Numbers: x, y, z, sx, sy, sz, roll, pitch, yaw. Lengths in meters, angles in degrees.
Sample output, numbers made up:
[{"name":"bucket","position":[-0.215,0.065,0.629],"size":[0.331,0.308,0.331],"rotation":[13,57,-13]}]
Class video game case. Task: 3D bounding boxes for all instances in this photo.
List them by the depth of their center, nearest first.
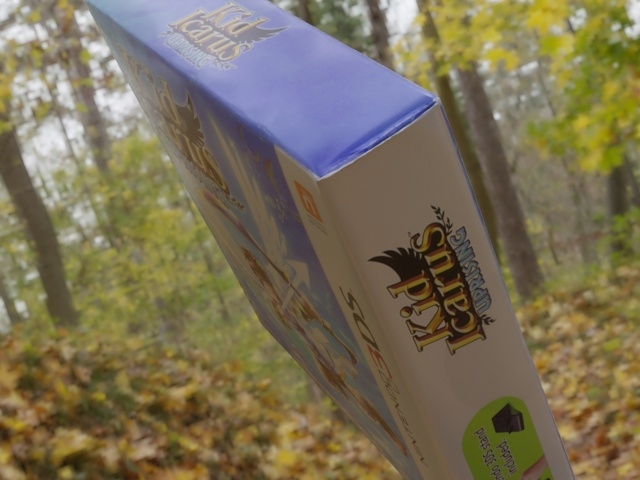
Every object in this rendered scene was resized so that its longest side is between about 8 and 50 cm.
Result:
[{"name":"video game case","position":[0.000,0.000,0.603],"size":[0.061,0.244,0.269],"rotation":[-33,36,-12]}]
